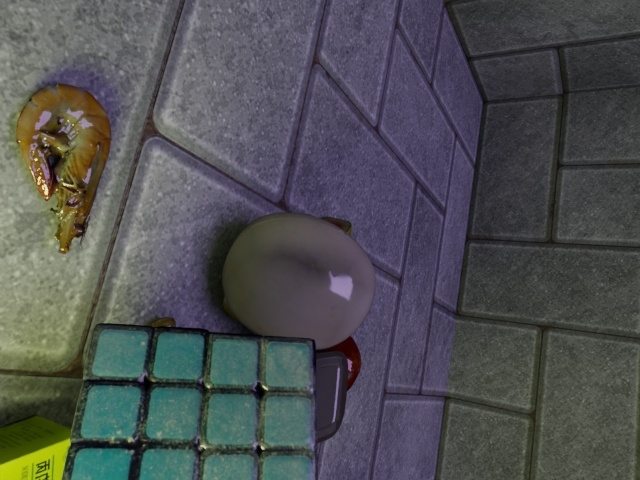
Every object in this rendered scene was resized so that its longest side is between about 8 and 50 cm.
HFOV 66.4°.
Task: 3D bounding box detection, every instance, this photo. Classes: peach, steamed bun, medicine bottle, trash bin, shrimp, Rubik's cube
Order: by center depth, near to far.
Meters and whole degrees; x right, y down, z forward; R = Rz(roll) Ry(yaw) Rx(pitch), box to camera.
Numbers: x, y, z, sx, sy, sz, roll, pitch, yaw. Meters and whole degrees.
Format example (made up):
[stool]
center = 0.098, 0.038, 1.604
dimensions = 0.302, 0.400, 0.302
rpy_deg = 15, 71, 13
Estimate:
[medicine bottle]
center = -0.489, 0.362, 0.698
dimensions = 0.250, 0.141, 0.137
rpy_deg = 0, 91, -59
[Rubik's cube]
center = -0.202, 0.353, 0.791
dimensions = 0.343, 0.338, 0.344
rpy_deg = 118, -27, -57
[shrimp]
center = -0.433, -0.124, 0.815
dimensions = 0.152, 0.063, 0.286
rpy_deg = 19, 73, -56
[steamed bun]
center = -0.050, 0.099, 1.202
dimensions = 0.334, 0.374, 0.333
rpy_deg = -156, -90, -81
[trash bin]
center = -0.092, 0.374, 1.249
dimensions = 0.219, 0.250, 0.219
rpy_deg = 16, 79, -58
[peach]
center = 0.002, 0.363, 1.428
dimensions = 0.200, 0.244, 0.243
rpy_deg = 25, 71, -51

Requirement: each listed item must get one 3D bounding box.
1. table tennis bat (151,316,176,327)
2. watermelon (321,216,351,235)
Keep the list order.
[table tennis bat]
center = -0.334, 0.319, 1.050
dimensions = 0.198, 0.050, 0.320
rpy_deg = -13, 108, -56
[watermelon]
center = 0.010, 0.025, 1.479
dimensions = 0.303, 0.160, 0.128
rpy_deg = -36, 127, -53
